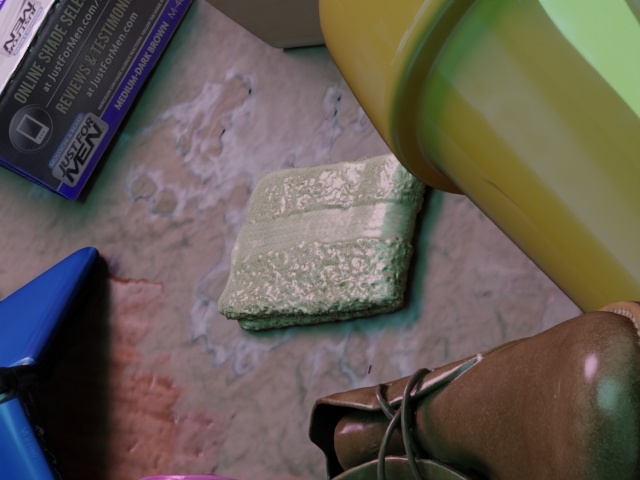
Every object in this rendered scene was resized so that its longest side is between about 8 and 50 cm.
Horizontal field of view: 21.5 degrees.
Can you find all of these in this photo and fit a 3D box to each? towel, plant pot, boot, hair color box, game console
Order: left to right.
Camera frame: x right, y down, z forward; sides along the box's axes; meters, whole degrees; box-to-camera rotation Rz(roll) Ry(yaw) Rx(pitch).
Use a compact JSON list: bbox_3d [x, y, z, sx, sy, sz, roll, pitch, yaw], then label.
[{"bbox_3d":[-0.249,0.180,1.177,0.293,0.173,0.250,-32,79,29],"label":"game console"},{"bbox_3d":[-0.267,-0.169,1.336,0.339,0.110,0.185,24,83,50],"label":"hair color box"},{"bbox_3d":[0.000,0.000,1.035,0.148,0.027,0.110,-6,64,42],"label":"towel"},{"bbox_3d":[0.066,0.095,0.732,0.305,0.115,0.112,128,147,-71],"label":"boot"},{"bbox_3d":[0.162,-0.072,0.775,0.254,0.254,0.239,-41,61,20],"label":"plant pot"}]

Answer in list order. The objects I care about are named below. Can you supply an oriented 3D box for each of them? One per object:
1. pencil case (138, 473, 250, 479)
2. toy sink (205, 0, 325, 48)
[{"bbox_3d":[-0.064,0.225,0.920,0.098,0.095,0.209,-24,50,30],"label":"pencil case"},{"bbox_3d":[0.014,-0.260,1.093,0.153,0.131,0.234,2,68,44],"label":"toy sink"}]
